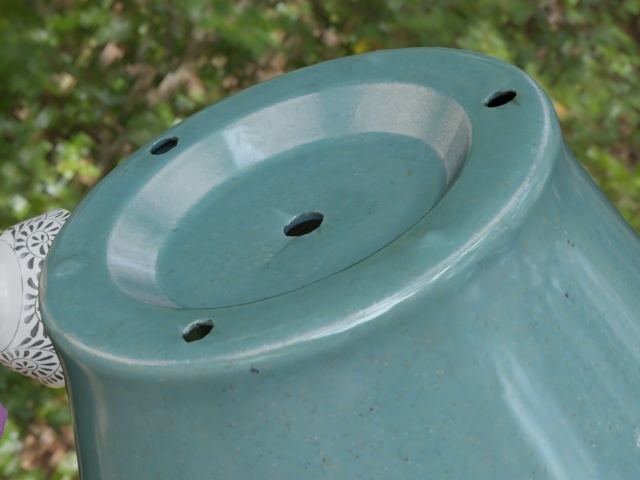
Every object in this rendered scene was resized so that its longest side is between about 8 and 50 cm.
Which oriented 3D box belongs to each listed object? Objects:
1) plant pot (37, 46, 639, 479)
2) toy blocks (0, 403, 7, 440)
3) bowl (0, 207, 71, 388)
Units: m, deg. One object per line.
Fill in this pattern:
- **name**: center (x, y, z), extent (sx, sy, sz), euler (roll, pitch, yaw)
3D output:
- **plant pot**: center (0.029, 0.082, 0.642), extent (0.255, 0.271, 0.272), euler (66, -6, -29)
- **toy blocks**: center (-0.505, 0.135, 1.998), extent (0.260, 0.309, 0.288), euler (5, -28, 12)
- **bowl**: center (-0.281, 0.054, 1.658), extent (0.080, 0.170, 0.170), euler (1, 30, -34)
